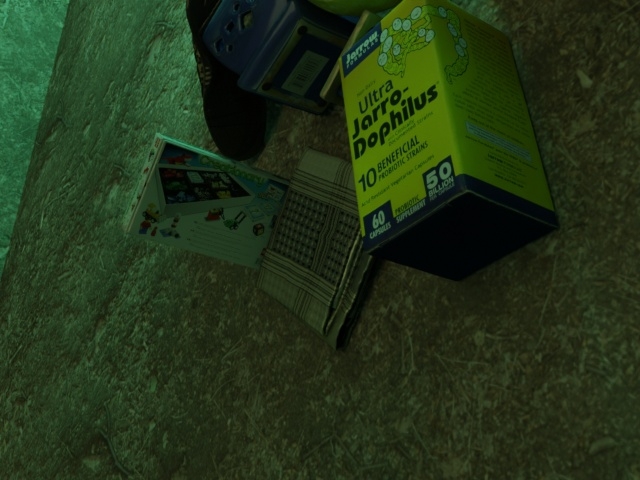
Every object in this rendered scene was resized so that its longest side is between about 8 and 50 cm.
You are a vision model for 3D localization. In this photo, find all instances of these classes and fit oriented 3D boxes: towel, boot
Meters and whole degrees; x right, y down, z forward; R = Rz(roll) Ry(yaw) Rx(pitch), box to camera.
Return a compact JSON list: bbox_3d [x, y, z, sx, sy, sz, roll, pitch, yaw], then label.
[{"bbox_3d":[0.000,0.000,1.464,0.324,0.056,0.312,30,101,53],"label":"towel"},{"bbox_3d":[-0.212,-0.386,1.810,0.284,0.138,0.377,-109,4,-72],"label":"boot"}]

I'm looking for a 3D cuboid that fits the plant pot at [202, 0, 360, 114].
[{"bbox_3d":[-0.053,-0.388,1.548,0.236,0.236,0.212,-51,47,29],"label":"plant pot"}]

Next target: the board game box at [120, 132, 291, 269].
[{"bbox_3d":[-0.209,-0.068,1.556,0.053,0.305,0.192,38,106,56],"label":"board game box"}]

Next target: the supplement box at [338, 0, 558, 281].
[{"bbox_3d":[0.174,-0.152,1.173,0.194,0.195,0.356,-35,50,41],"label":"supplement box"}]

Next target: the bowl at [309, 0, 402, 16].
[{"bbox_3d":[0.099,-0.502,1.417,0.290,0.156,0.289,-14,61,28],"label":"bowl"}]

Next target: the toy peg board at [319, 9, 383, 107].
[{"bbox_3d":[0.109,-0.280,1.356,0.079,0.161,0.161,41,111,35],"label":"toy peg board"}]
